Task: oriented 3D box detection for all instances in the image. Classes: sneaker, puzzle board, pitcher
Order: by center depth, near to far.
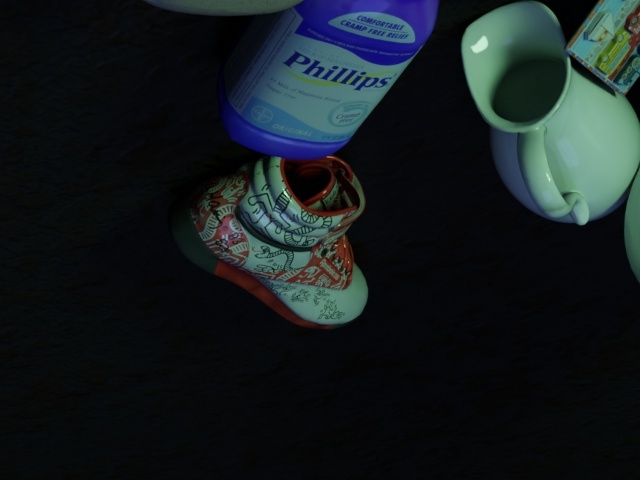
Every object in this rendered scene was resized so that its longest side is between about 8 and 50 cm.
[{"bbox_3d":[0.254,-0.182,1.115,0.096,0.011,0.128,25,103,-47],"label":"puzzle board"},{"bbox_3d":[0.196,-0.073,1.176,0.125,0.178,0.207,-15,151,22],"label":"pitcher"},{"bbox_3d":[0.000,0.001,1.320,0.145,0.090,0.270,-27,145,29],"label":"sneaker"}]

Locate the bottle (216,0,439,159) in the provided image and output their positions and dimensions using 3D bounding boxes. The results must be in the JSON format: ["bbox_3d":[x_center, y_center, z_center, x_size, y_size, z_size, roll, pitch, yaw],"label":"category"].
[{"bbox_3d":[0.023,-0.169,1.031,0.118,0.092,0.283,9,145,-26],"label":"bottle"}]

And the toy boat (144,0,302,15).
[{"bbox_3d":[-0.091,-0.249,0.827,0.318,0.148,0.267,-1,153,-33],"label":"toy boat"}]

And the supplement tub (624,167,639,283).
[{"bbox_3d":[0.439,0.025,1.202,0.331,0.241,0.241,27,134,-34],"label":"supplement tub"}]
